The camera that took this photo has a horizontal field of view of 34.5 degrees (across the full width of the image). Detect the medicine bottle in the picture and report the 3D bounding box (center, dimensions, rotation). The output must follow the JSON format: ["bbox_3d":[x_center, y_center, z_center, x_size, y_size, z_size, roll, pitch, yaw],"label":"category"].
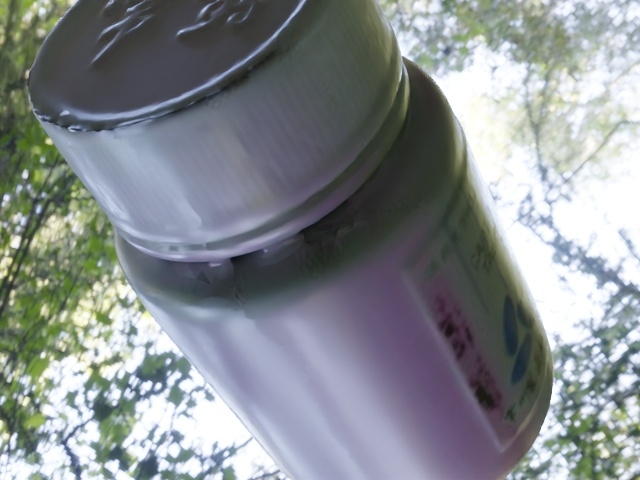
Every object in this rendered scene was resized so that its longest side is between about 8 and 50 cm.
[{"bbox_3d":[0.000,0.000,0.441,0.254,0.152,0.152,60,-145,-40],"label":"medicine bottle"}]
